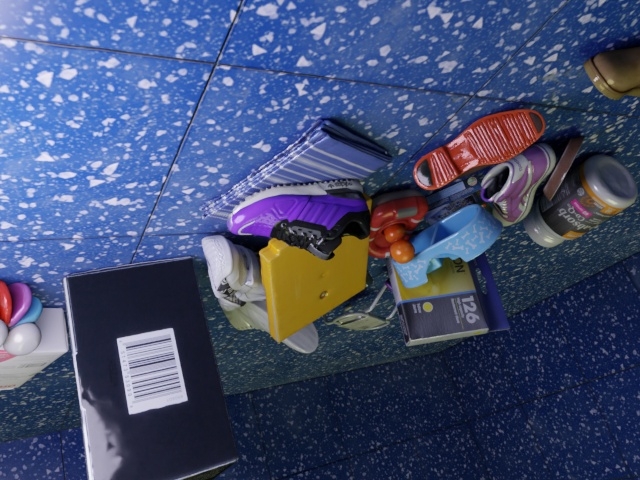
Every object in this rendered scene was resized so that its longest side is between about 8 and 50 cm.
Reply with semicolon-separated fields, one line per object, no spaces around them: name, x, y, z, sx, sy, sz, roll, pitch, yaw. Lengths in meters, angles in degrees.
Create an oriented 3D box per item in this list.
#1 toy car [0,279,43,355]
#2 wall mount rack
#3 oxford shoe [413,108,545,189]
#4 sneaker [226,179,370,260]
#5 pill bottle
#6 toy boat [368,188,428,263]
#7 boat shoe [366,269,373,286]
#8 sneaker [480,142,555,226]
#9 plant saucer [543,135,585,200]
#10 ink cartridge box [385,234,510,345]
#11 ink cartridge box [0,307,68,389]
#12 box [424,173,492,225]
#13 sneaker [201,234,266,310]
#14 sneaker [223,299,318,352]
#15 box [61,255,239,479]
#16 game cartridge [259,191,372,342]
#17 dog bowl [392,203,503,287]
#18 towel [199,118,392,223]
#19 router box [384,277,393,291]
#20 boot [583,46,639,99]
toy car;-0.659;0.146;1.144;0.136;0.159;0.182;-57;152;0
wall mount rack;0.180;0.222;1.950;0.304;0.130;0.350;-22;158;21
oxford shoe;0.325;-0.190;1.144;0.272;0.096;0.098;-22;178;23
sneaker;-0.028;-0.028;1.075;0.294;0.146;0.102;-11;160;-20
pill bottle;0.700;-0.098;1.517;0.162;0.162;0.278;-6;155;-26
toy boat;0.183;-0.013;1.346;0.151;0.151;0.231;-11;157;-15
boat shoe;0.039;0.153;1.698;0.255;0.095;0.079;-29;114;13
sneaker;0.438;-0.114;1.344;0.161;0.102;0.282;-25;149;-17
plant saucer;0.571;-0.174;1.310;0.168;0.029;0.168;-55;163;-26
ink cartridge box;0.354;0.121;1.549;0.308;0.303;0.072;-9;157;-7
ink cartridge box;-0.778;0.266;1.334;0.283;0.117;0.207;-33;154;32
box;0.359;-0.084;1.451;0.159;0.044;0.233;-25;157;16
sneaker;-0.154;0.059;1.300;0.211;0.137;0.365;-15;162;-10
sneaker;-0.150;0.225;1.573;0.169;0.292;0.108;-39;-169;51
box;-0.420;0.363;1.347;0.298;0.479;0.471;-9;157;-23
game cartridge;-0.006;0.066;1.293;0.286;0.053;0.323;-29;142;-25
dog bowl;0.305;0.009;1.382;0.297;0.074;0.166;-32;-166;33
towel;-0.047;-0.114;1.102;0.336;0.040;0.243;-29;158;30
router box;0.297;0.124;1.836;0.133;0.046;0.179;-46;152;7
boot;0.616;-0.362;0.942;0.236;0.089;0.269;-14;160;-38
